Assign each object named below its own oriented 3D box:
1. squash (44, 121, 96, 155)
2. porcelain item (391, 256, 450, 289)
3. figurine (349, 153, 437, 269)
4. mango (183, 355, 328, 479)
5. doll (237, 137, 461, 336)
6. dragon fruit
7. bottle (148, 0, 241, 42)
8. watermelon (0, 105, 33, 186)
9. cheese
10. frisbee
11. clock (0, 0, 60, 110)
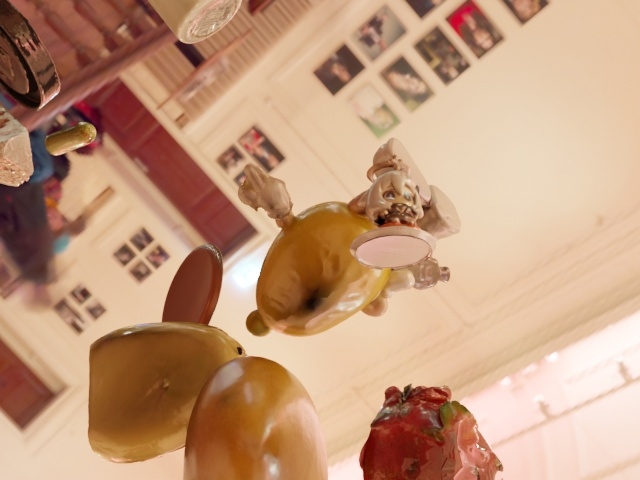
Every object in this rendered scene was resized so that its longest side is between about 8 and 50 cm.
[{"bbox_3d":[-0.286,-0.120,1.088,0.083,0.027,0.027,-10,-152,43],"label":"squash"},{"bbox_3d":[0.196,0.062,1.932,0.216,0.081,0.069,2,171,-44],"label":"porcelain item"},{"bbox_3d":[0.104,-0.047,1.410,0.132,0.132,0.153,-34,-132,47],"label":"figurine"},{"bbox_3d":[-0.105,0.344,1.463,0.445,0.232,0.300,87,7,-61],"label":"mango"},{"bbox_3d":[0.037,-0.001,1.667,0.423,0.348,0.161,-10,-155,10],"label":"doll"},{"bbox_3d":[0.168,0.317,1.232,0.198,0.269,0.200,-39,-162,38],"label":"dragon fruit"},{"bbox_3d":[-0.209,-0.373,1.195,0.104,0.245,0.104,-38,172,-6],"label":"bottle"},{"bbox_3d":[-0.539,-0.152,1.576,0.094,0.154,0.241,-25,-162,-29],"label":"watermelon"},{"bbox_3d":[-0.273,0.263,1.695,0.316,0.259,0.128,-10,159,10],"label":"cheese"},{"bbox_3d":[-0.279,0.123,2.012,0.251,0.021,0.250,-36,-136,44],"label":"frisbee"},{"bbox_3d":[-0.443,-0.272,1.339,0.040,0.184,0.184,-41,-174,-25],"label":"clock"}]
